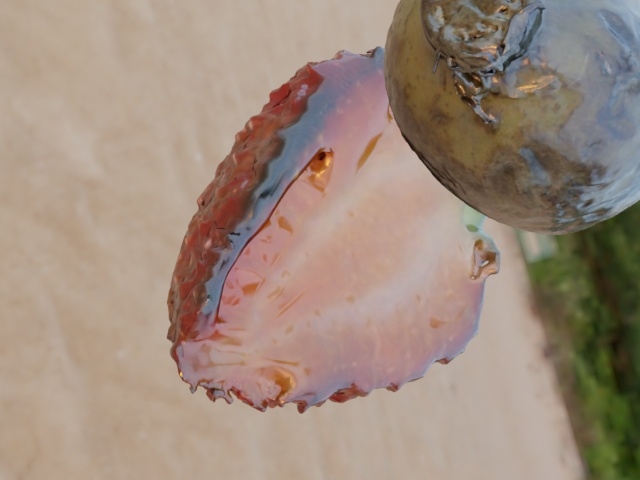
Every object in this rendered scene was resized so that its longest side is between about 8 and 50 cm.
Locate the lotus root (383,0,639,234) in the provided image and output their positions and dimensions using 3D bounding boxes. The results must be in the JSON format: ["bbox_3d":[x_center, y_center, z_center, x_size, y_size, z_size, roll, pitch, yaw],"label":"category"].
[{"bbox_3d":[0.068,-0.046,0.595,0.089,0.080,0.179,69,17,12],"label":"lotus root"}]

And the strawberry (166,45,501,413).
[{"bbox_3d":[0.003,-0.001,0.835,0.140,0.085,0.192,36,67,-34],"label":"strawberry"}]
